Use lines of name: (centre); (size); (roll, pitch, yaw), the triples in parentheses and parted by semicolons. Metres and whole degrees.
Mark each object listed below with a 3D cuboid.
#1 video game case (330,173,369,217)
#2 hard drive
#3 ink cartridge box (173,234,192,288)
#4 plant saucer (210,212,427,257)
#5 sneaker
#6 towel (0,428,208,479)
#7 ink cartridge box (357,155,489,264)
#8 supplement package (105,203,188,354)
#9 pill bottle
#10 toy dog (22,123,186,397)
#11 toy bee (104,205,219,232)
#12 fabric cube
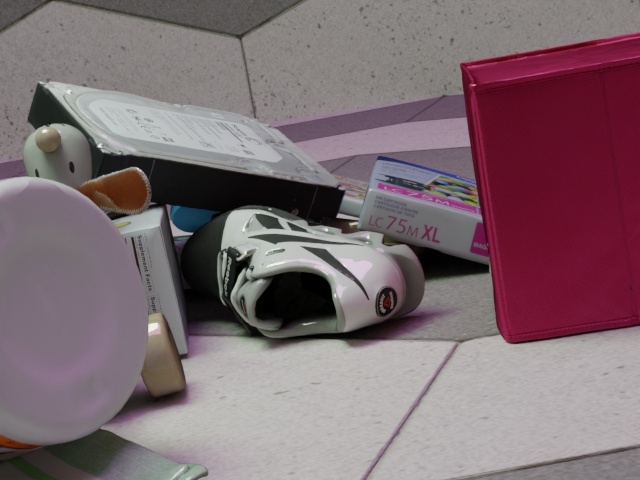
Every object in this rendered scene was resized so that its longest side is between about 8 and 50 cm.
video game case: (0.062, -0.057, 2.071); (0.226, 0.026, 0.206); (12, 10, -1)
hard drive: (-0.165, -0.108, 1.845); (0.338, 0.064, 0.237); (9, 21, -33)
ink cartridge box: (-0.187, 0.028, 1.973); (0.224, 0.045, 0.223); (-7, 9, -20)
plant saucer: (0.000, 0.000, 1.856); (0.277, 0.041, 0.278); (6, 6, -1)
sneaker: (-0.060, 0.040, 1.649); (0.330, 0.123, 0.146); (4, 20, 41)
towel: (-0.279, 0.219, 1.170); (0.324, 0.038, 0.248); (-17, 12, -30)
ink cartridge box: (0.149, -0.044, 1.892); (0.185, 0.065, 0.311); (15, 10, 1)
supplement package: (-0.261, 0.057, 1.684); (0.203, 0.149, 0.194); (-11, 10, -3)
pill bottle: (-0.363, 0.092, 1.325); (0.392, 0.224, 0.224); (-15, 6, 38)
toy dog: (-0.253, 0.019, 1.481); (0.220, 0.334, 0.161); (-34, -23, -13)
toy bee: (-0.176, -0.086, 2.044); (0.298, 0.162, 0.195); (-20, 58, -30)
fabric cube: (0.286, -0.066, 1.523); (0.259, 0.258, 0.254); (-9, 12, 6)
